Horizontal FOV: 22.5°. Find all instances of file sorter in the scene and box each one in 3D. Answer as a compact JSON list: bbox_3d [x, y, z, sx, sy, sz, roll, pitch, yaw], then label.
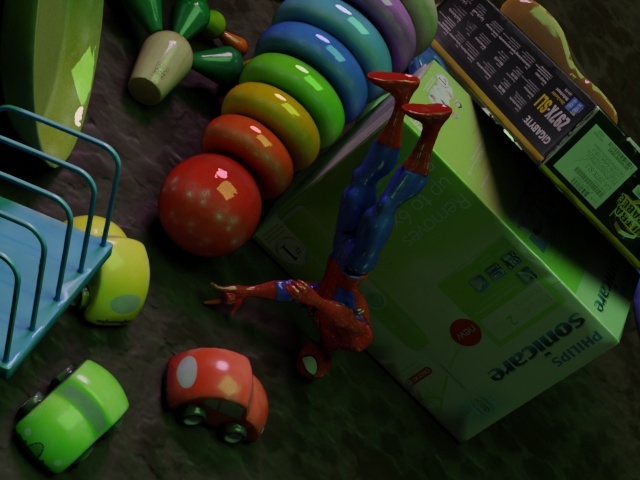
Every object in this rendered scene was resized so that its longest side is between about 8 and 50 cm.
[{"bbox_3d":[-0.233,-0.006,1.162,0.118,0.104,0.170,22,37,8],"label":"file sorter"}]

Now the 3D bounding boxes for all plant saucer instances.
[{"bbox_3d":[-0.217,-0.180,1.299,0.037,0.241,0.241,8,43,3],"label":"plant saucer"}]

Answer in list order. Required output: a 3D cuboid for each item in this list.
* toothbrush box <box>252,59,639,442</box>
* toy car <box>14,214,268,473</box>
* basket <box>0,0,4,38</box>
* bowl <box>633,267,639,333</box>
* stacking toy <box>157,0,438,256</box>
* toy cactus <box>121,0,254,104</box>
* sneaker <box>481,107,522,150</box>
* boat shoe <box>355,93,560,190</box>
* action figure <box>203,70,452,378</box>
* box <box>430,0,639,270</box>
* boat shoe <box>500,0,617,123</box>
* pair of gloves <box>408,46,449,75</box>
[{"bbox_3d":[0.116,0.014,1.468,0.283,0.206,0.122,45,36,-10],"label":"toothbrush box"},{"bbox_3d":[-0.150,0.098,1.238,0.239,0.053,0.225,48,36,-4],"label":"toy car"},{"bbox_3d":[-0.362,-0.257,1.237,0.227,0.154,0.204,62,14,22],"label":"basket"},{"bbox_3d":[0.534,0.144,1.916,0.391,0.077,0.391,28,41,-29],"label":"bowl"},{"bbox_3d":[-0.034,-0.121,1.430,0.141,0.141,0.330,43,62,-11],"label":"stacking toy"},{"bbox_3d":[-0.120,-0.197,1.499,0.219,0.112,0.180,46,45,-24],"label":"toy cactus"},{"bbox_3d":[0.183,-0.117,1.756,0.237,0.086,0.085,17,50,-36],"label":"sneaker"},{"bbox_3d":[0.122,-0.073,1.638,0.301,0.102,0.108,15,74,-46],"label":"boat shoe"},{"bbox_3d":[0.000,0.000,1.335,0.139,0.280,0.091,-1,31,-29],"label":"action figure"},{"bbox_3d":[0.240,-0.088,1.498,0.257,0.079,0.322,39,12,-32],"label":"box"},{"bbox_3d":[0.282,-0.203,1.959,0.207,0.073,0.073,57,-1,2],"label":"boat shoe"},{"bbox_3d":[0.077,-0.239,1.787,0.198,0.023,0.159,37,32,-33],"label":"pair of gloves"}]
